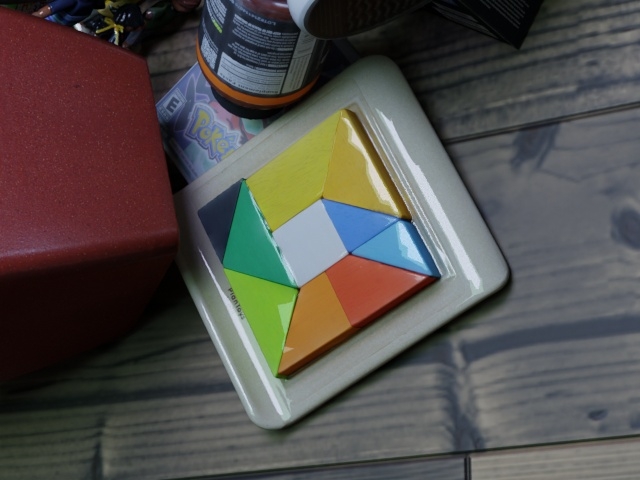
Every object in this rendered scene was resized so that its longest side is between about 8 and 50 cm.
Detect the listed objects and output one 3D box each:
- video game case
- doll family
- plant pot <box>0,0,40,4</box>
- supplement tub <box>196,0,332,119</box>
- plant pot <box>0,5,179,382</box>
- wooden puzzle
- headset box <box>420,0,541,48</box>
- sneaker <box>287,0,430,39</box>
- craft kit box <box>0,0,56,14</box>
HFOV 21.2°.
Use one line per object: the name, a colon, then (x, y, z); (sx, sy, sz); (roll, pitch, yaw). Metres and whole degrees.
video game case: (-0.038, -0.098, 1.431); (0.183, 0.023, 0.201); (-45, 58, 12)
doll family: (-0.176, -0.193, 1.447); (0.111, 0.193, 0.076); (-30, 98, 36)
plant pot: (-0.241, -0.287, 1.492); (0.237, 0.110, 0.237); (-34, 35, 29)
supplement tub: (-0.040, -0.171, 1.324); (0.106, 0.198, 0.106); (4, 65, -9)
plant pot: (-0.259, -0.031, 1.386); (0.267, 0.236, 0.267); (127, 136, -56)
wooden puzzle: (0.000, 0.000, 1.345); (0.239, 0.044, 0.221); (-33, 69, 17)
headset box: (0.100, -0.335, 1.352); (0.246, 0.131, 0.283); (29, 91, 33)
sneaker: (0.075, -0.264, 1.214); (0.290, 0.106, 0.123); (-42, 60, -1)
craft kit box: (-0.337, -0.317, 1.663); (0.250, 0.061, 0.246); (16, 81, 34)
